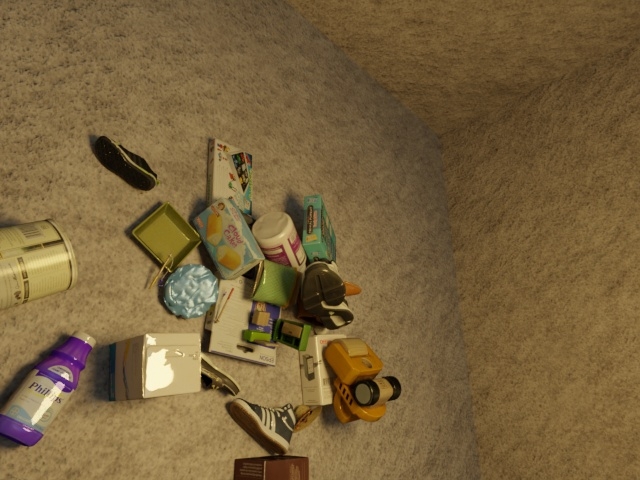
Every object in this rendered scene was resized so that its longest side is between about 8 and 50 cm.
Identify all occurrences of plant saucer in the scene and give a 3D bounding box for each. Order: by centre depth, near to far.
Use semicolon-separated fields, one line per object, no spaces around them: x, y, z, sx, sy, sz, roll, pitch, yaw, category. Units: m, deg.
-0.535;-0.009;1.472;0.188;0.045;0.188;52;42;-19;plant saucer

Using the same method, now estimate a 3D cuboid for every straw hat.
-0.068;0.684;1.675;0.144;0.145;0.061;-4;37;-49;straw hat

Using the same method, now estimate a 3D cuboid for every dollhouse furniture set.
-0.139;0.235;1.560;0.197;0.151;0.302;20;80;-45;dollhouse furniture set

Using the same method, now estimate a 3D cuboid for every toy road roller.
0.134;0.577;1.708;0.202;0.241;0.329;12;30;-46;toy road roller

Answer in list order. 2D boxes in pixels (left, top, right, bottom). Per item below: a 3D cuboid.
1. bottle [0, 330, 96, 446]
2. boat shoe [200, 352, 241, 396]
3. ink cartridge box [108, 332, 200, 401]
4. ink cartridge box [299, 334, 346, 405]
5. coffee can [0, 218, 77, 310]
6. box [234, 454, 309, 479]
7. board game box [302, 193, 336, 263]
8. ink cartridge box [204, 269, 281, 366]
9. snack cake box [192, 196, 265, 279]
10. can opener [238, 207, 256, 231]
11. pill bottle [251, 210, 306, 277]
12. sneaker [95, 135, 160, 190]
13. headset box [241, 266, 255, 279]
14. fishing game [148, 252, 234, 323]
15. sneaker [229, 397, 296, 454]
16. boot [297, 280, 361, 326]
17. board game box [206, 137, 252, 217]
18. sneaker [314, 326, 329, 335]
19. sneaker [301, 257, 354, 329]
-0.695;0.370;1.093;0.118;0.092;0.283;45;46;-24;bottle
-0.369;0.463;1.433;0.228;0.081;0.069;45;48;-16;boat shoe
-0.480;0.365;1.226;0.171;0.232;0.168;11;66;-45;ink cartridge box
0.022;0.544;1.798;0.198;0.114;0.273;12;66;-45;ink cartridge box
-0.785;0.071;1.038;0.275;0.201;0.202;-21;90;-50;coffee can
-0.163;0.824;1.431;0.203;0.168;0.167;22;59;-42;box
0.000;0.000;1.897;0.336;0.079;0.254;67;19;-54;board game box
-0.285;0.298;1.605;0.303;0.072;0.307;29;57;-39;ink cartridge box
-0.335;-0.006;1.547;0.264;0.152;0.089;59;17;15;snack cake box
-0.273;-0.045;1.718;0.283;0.095;0.076;36;91;-39;can opener
-0.155;0.041;1.719;0.302;0.169;0.169;70;30;-44;pill bottle
-0.654;-0.262;1.445;0.235;0.084;0.097;48;21;-25;sneaker
-0.296;0.115;1.695;0.062;0.032;0.083;25;55;-40;headset box
-0.439;0.175;1.447;0.264;0.041;0.189;30;72;-23;fishing game
-0.198;0.626;1.535;0.282;0.099;0.153;50;38;-16;sneaker
0.042;0.284;1.880;0.294;0.104;0.211;8;55;-10;boot
-0.370;-0.249;1.752;0.193;0.053;0.306;18;62;-43;board game box
0.052;0.354;1.944;0.235;0.090;0.095;-56;132;-40;sneaker
-0.001;0.155;1.658;0.448;0.169;0.258;68;2;-54;sneaker
